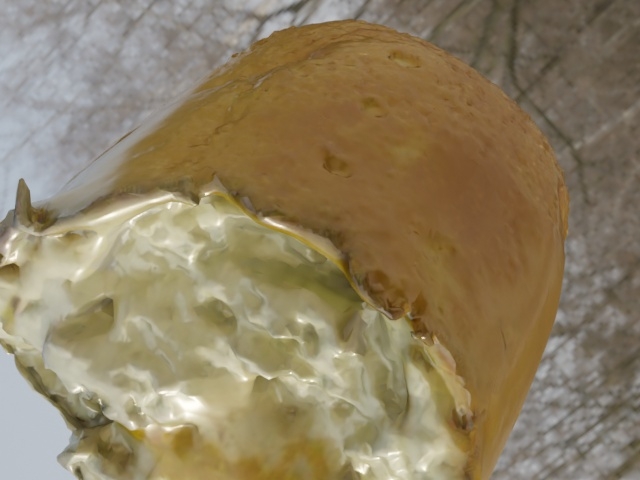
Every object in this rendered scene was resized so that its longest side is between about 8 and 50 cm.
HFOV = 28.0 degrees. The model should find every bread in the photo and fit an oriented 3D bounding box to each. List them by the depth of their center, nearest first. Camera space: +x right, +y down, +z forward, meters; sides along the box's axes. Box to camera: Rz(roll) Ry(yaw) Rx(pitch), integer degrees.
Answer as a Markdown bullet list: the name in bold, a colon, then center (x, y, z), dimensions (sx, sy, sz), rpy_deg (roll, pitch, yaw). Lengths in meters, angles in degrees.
- **bread**: center (0.000, 0.000, 0.888), dimensions (0.361, 0.250, 0.394), rpy_deg (33, -136, 3)
